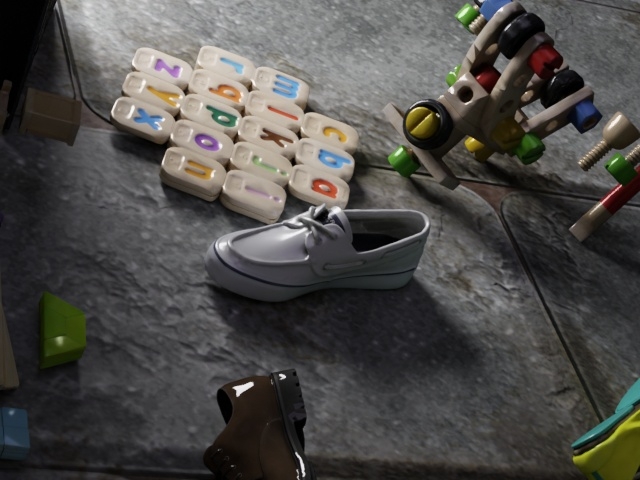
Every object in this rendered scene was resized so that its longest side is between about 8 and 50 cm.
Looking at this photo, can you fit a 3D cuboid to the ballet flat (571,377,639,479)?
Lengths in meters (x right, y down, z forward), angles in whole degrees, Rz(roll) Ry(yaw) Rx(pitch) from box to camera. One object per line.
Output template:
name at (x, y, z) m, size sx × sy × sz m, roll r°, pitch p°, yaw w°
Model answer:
ballet flat at (0.333, 0.191, 1.734) m, size 0.077 × 0.077 × 0.231 m, roll 54°, pitch 42°, yaw 3°

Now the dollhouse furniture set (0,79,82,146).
dollhouse furniture set at (-0.335, -0.073, 1.629) m, size 0.182 × 0.101 × 0.161 m, roll 15°, pitch 38°, yaw -15°

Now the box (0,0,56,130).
box at (-0.351, -0.330, 1.784) m, size 0.183 × 0.296 × 0.294 m, roll 19°, pitch 34°, yaw -9°

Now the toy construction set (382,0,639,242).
toy construction set at (0.221, -0.120, 2.000) m, size 0.309 × 0.237 × 0.257 m, roll 46°, pitch 6°, yaw 1°

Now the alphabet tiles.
alphabet tiles at (-0.094, -0.124, 1.913) m, size 0.278 × 0.021 × 0.284 m, roll 20°, pitch 35°, yaw -7°

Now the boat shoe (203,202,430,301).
boat shoe at (0.000, 0.000, 1.753) m, size 0.258 × 0.084 × 0.095 m, roll -6°, pitch 46°, yaw -37°

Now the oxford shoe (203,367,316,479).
oxford shoe at (-0.051, 0.212, 1.469) m, size 0.096 × 0.082 × 0.227 m, roll -5°, pitch 41°, yaw -9°

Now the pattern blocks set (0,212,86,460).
pattern blocks set at (-0.349, 0.064, 1.505) m, size 0.285 × 0.026 × 0.325 m, roll 15°, pitch 36°, yaw -14°
